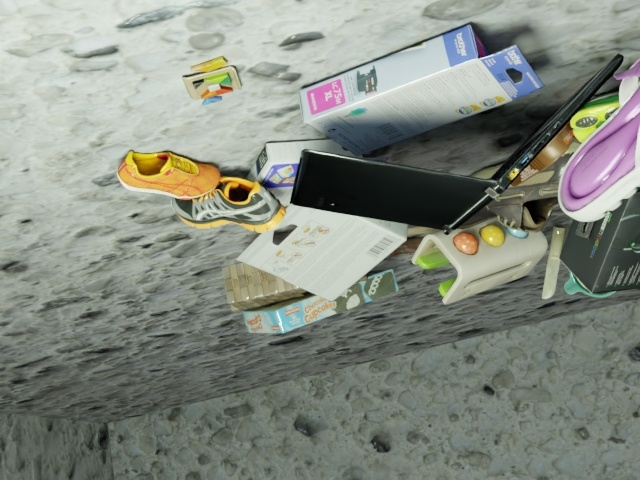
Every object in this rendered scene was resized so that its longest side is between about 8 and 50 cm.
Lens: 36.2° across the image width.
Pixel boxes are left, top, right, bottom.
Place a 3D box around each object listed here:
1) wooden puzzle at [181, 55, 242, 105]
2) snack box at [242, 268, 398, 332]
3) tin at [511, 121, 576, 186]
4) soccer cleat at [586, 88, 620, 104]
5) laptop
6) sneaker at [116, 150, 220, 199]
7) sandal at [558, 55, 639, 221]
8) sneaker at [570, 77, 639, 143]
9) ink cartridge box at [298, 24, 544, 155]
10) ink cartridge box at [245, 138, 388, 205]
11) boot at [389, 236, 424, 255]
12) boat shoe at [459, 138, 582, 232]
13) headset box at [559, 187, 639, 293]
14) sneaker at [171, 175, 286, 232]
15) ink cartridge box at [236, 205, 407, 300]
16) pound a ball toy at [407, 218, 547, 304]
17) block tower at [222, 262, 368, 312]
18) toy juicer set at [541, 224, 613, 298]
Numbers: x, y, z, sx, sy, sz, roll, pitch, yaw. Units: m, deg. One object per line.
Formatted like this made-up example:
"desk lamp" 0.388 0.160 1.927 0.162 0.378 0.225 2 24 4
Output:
"wooden puzzle" -0.146 -0.210 1.320 0.079 0.014 0.116 -13 164 7
"snack box" 0.000 0.141 2.287 0.322 0.060 0.187 -18 -176 -29
"tin" 0.380 -0.153 1.691 0.106 0.040 0.190 -52 -175 -23
"soccer cleat" 0.593 -0.210 1.600 0.318 0.116 0.108 -14 163 13
"laptop" 0.184 -0.154 1.494 0.408 0.236 0.382 -46 177 -9
"sneaker" -0.229 -0.105 1.535 0.175 0.064 0.067 -1 151 -37
"sandal" 0.445 -0.188 1.340 0.102 0.169 0.416 17 124 -21
"sneaker" 0.526 -0.213 1.510 0.296 0.123 0.109 -16 126 2
"ink cartridge box" 0.147 -0.215 1.402 0.311 0.065 0.186 -16 163 22
"ink cartridge box" -0.016 -0.112 1.667 0.208 0.045 0.206 -3 162 -19
"boot" 0.184 0.001 2.189 0.106 0.037 0.114 -16 158 10
"boat shoe" 0.375 -0.081 1.865 0.132 0.130 0.355 2 159 -37
"headset box" 0.654 -0.032 2.003 0.283 0.131 0.246 -5 126 -22
"sneaker" -0.160 -0.071 1.627 0.215 0.084 0.083 3 143 28
"ink cartridge box" 0.000 0.000 1.958 0.239 0.060 0.275 25 138 -21
"pound a ball toy" 0.304 -0.004 2.077 0.319 0.208 0.135 -14 147 -36
"block tower" -0.056 0.074 2.177 0.336 0.090 0.097 -15 162 13
"toy juicer set" 0.635 0.029 2.269 0.329 0.209 0.089 -8 -176 38
